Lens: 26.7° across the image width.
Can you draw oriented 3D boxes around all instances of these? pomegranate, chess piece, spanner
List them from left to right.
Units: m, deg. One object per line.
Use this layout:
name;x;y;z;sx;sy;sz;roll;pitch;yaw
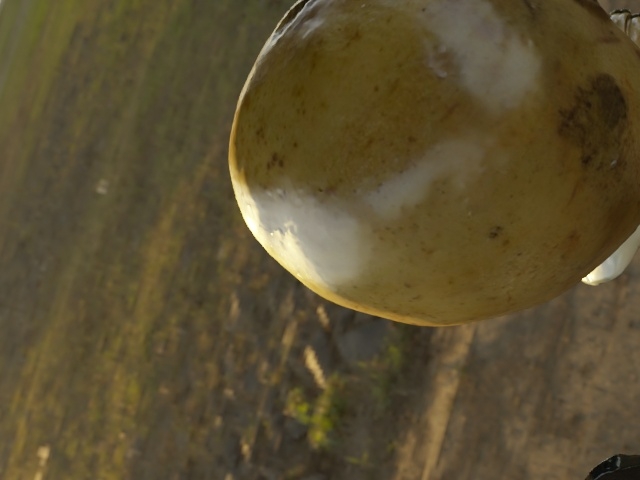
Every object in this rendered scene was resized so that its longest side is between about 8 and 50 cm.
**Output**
pomegranate;0.082;-0.062;0.819;0.260;0.260;0.260;-162;90;-73
chess piece;0.311;-0.216;1.411;0.172;0.060;0.060;-1;66;29
spanner;0.256;0.119;0.824;0.046;0.208;0.012;66;-176;-45

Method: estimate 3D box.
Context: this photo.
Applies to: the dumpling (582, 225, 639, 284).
dumpling;0.300;-0.073;1.507;0.318;0.187;0.242;-145;66;-77
